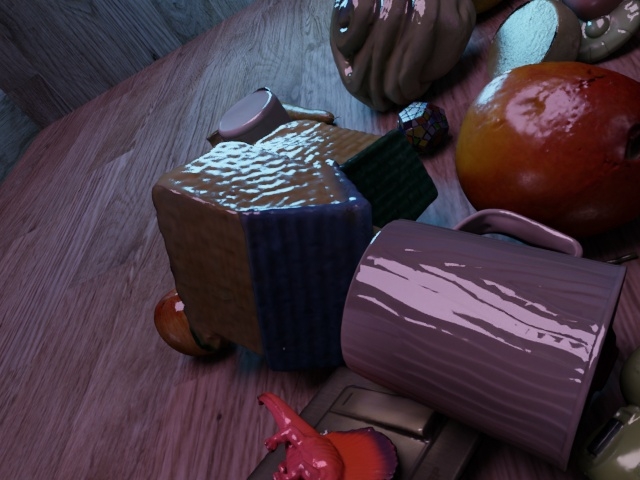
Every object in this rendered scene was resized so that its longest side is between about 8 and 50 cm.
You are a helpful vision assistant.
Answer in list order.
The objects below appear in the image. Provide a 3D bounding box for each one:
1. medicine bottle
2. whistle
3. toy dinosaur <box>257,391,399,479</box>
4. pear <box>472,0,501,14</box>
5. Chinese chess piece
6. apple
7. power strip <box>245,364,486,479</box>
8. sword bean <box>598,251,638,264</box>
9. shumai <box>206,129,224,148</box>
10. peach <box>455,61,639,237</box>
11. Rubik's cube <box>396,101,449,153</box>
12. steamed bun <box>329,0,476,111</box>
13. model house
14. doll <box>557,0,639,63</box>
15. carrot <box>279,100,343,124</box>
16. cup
[{"bbox_3d":[-0.092,-0.179,1.256,0.143,0.258,0.143,-24,37,20],"label":"medicine bottle"},{"bbox_3d":[0.329,0.214,0.568,0.141,0.141,0.294,27,88,53],"label":"whistle"},{"bbox_3d":[0.009,0.238,0.694,0.138,0.070,0.286,-21,23,-8],"label":"toy dinosaur"},{"bbox_3d":[0.378,-0.698,1.499,0.271,0.271,0.271,-23,36,18],"label":"pear"},{"bbox_3d":[0.411,-0.370,1.140,0.188,0.083,0.189,-36,45,47],"label":"Chinese chess piece"},{"bbox_3d":[-0.232,0.146,1.101,0.146,0.131,0.146,-30,14,8],"label":"apple"},{"bbox_3d":[0.058,0.281,0.727,0.256,0.092,0.251,3,42,44],"label":"power strip"},{"bbox_3d":[0.389,0.031,0.804,0.083,0.012,0.012,-17,38,24],"label":"sword bean"},{"bbox_3d":[-0.256,-0.255,1.615,0.145,0.116,0.146,-22,38,19],"label":"shumai"},{"bbox_3d":[0.330,-0.125,0.813,0.238,0.281,0.281,-41,33,-26],"label":"peach"},{"bbox_3d":[0.208,-0.229,1.198,0.111,0.093,0.111,-23,35,17],"label":"Rubik's cube"},{"bbox_3d":[0.160,-0.504,1.371,0.339,0.247,0.352,-39,44,23],"label":"steamed bun"},{"bbox_3d":[0.000,0.000,0.946,0.342,0.335,0.382,17,41,29],"label":"model house"},{"bbox_3d":[0.573,-0.497,1.147,0.268,0.216,0.284,-39,47,38],"label":"doll"},{"bbox_3d":[-0.052,-0.335,1.581,0.298,0.078,0.078,17,60,45],"label":"carrot"},{"bbox_3d":[0.197,0.073,0.673,0.273,0.208,0.288,16,76,29],"label":"cup"}]
